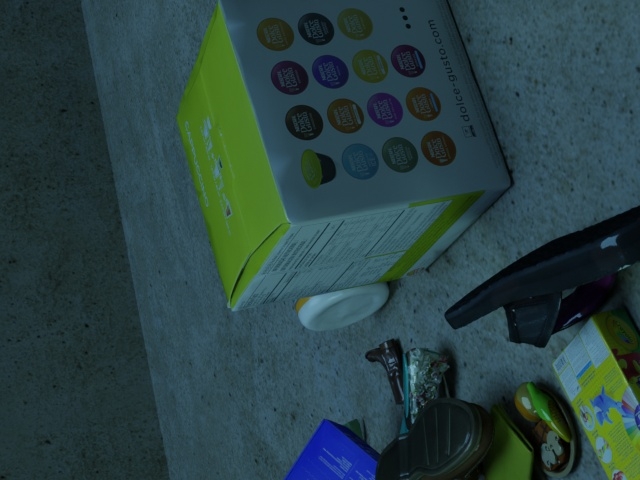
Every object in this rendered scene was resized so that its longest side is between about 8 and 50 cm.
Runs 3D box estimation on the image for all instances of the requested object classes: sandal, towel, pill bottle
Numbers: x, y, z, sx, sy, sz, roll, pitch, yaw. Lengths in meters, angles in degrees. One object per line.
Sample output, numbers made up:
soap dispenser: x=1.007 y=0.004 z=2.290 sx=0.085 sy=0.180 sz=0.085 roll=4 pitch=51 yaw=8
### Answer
sandal: x=0.281 y=0.062 z=1.419 sx=0.107 sy=0.167 sz=0.446 roll=60 pitch=157 yaw=1
towel: x=0.268 y=0.343 z=1.716 sx=0.102 sy=0.021 sz=0.237 roll=51 pitch=153 yaw=45
pill bottle: x=0.000 y=0.000 z=2.066 sx=0.162 sy=0.162 sz=0.278 roll=117 pitch=138 yaw=-57

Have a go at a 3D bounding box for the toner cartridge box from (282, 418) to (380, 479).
toner cartridge box: x=0.090 y=0.450 z=1.944 sx=0.348 sy=0.075 sz=0.165 roll=36 pitch=94 yaw=40

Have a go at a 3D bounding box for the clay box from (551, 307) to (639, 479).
clay box: x=0.360 y=0.206 z=1.416 sx=0.127 sy=0.053 sz=0.222 roll=113 pitch=139 yaw=-54

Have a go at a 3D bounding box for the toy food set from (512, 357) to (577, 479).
toy food set: x=0.294 y=0.255 z=1.620 sx=0.192 sy=0.038 sz=0.132 roll=108 pitch=145 yaw=-50

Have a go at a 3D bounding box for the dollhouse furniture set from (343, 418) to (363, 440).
dollhouse furniture set: x=0.060 y=0.413 z=2.229 sx=0.058 sy=0.076 sz=0.152 roll=-147 pitch=40 yaw=-64

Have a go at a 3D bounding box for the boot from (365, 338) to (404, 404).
boot: x=0.119 y=0.234 z=2.056 sx=0.114 sy=0.037 sz=0.106 roll=69 pitch=159 yaw=12

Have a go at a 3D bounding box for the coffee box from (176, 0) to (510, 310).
coffee box: x=0.012 y=-0.133 z=1.736 sx=0.338 sy=0.334 sz=0.338 roll=128 pitch=128 yaw=-62

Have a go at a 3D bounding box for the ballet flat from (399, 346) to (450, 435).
ballet flat: x=0.165 y=0.274 z=1.897 sx=0.091 sy=0.077 sz=0.241 roll=-99 pitch=9 yaw=-59

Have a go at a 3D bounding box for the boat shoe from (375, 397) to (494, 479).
boat shoe: x=0.186 y=0.306 z=1.761 sx=0.307 sy=0.104 sz=0.111 roll=134 pitch=144 yaw=-59
